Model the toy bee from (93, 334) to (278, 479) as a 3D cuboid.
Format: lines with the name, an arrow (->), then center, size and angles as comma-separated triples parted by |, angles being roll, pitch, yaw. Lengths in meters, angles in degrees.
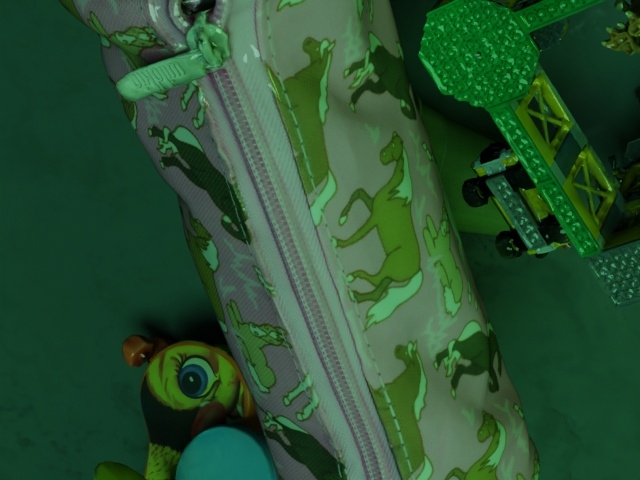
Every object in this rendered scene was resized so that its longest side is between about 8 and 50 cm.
toy bee -> -0.065, 0.132, 0.910 | 0.162, 0.298, 0.195 | 20, 162, 30

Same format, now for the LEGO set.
LEGO set -> 0.231, -0.116, 0.694 | 0.331, 0.192, 0.255 | -30, 107, 42

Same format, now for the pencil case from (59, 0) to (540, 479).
pencil case -> 0.000, 0.000, 0.702 | 0.160, 0.167, 0.386 | 12, 131, 46

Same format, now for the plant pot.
plant pot -> 0.079, -0.036, 0.821 | 0.079, 0.083, 0.083 | 16, 121, -12
